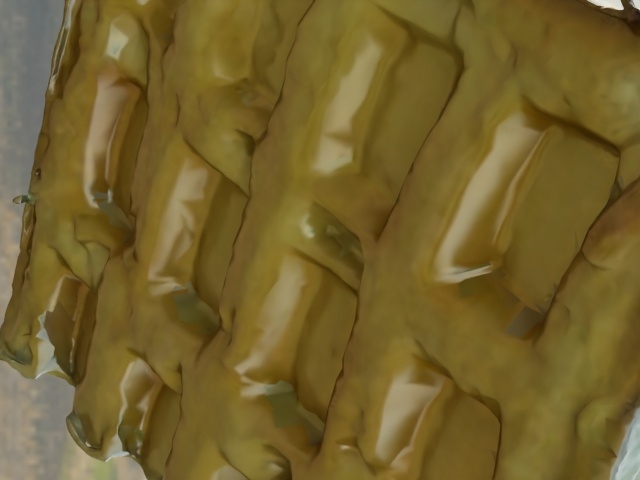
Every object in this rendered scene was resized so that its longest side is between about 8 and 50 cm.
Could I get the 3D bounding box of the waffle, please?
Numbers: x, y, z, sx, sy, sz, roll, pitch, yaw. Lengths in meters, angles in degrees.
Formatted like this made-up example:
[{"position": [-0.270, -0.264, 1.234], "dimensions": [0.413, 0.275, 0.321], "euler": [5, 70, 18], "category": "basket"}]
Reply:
[{"position": [-0.001, 0.000, 0.546], "dimensions": [0.348, 0.078, 0.304], "euler": [40, -57, 40], "category": "waffle"}]
